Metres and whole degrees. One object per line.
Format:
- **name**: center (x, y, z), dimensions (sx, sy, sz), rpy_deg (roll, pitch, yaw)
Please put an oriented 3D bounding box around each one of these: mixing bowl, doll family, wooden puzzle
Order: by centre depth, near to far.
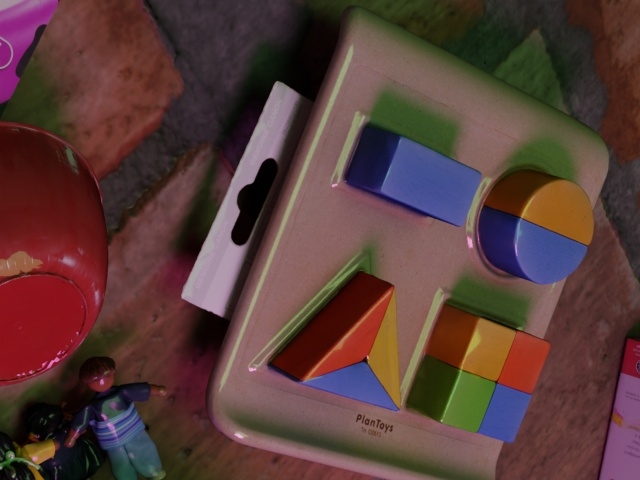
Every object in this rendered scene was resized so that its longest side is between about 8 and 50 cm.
- **mixing bowl**: center (-0.206, 0.027, 0.889), dimensions (0.181, 0.098, 0.181), rpy_deg (-19, 136, -20)
- **doll family**: center (-0.194, 0.157, 0.998), dimensions (0.193, 0.076, 0.111), rpy_deg (-36, 118, -35)
- **wooden puzzle**: center (0.097, 0.026, 1.137), dimensions (0.322, 0.080, 0.348), rpy_deg (21, 86, -37)

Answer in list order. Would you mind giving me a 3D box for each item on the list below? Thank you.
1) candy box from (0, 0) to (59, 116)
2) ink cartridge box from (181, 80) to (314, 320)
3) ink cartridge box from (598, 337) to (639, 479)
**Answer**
- **candy box**: center (-0.235, -0.195, 0.874), dimensions (0.159, 0.071, 0.233), rpy_deg (31, 79, -41)
- **ink cartridge box**: center (0.000, 0.000, 1.143), dimensions (0.232, 0.066, 0.189), rpy_deg (27, 82, -33)
- **ink cartridge box**: center (0.371, 0.200, 1.456), dimensions (0.072, 0.127, 0.175), rpy_deg (5, 98, -44)
